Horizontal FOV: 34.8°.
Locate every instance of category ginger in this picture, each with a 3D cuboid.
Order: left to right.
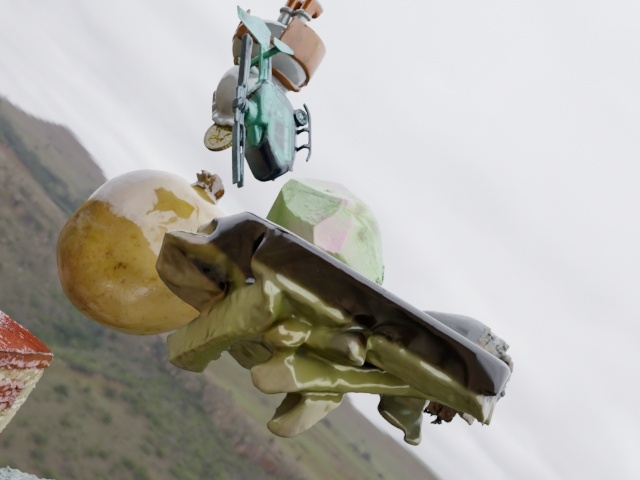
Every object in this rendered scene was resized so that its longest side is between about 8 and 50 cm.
[{"bbox_3d":[0.008,0.139,1.200,0.413,0.211,0.358,30,-1,22],"label":"ginger"}]

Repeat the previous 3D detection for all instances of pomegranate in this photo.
[{"bbox_3d":[-0.278,0.024,1.617,0.307,0.307,0.307,42,-10,9],"label":"pomegranate"}]

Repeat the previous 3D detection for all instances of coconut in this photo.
[{"bbox_3d":[0.000,0.000,1.686,0.205,0.236,0.236,-13,-50,38],"label":"coconut"}]

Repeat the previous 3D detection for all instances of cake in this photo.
[{"bbox_3d":[-0.373,0.167,1.081,0.160,0.158,0.262,35,-2,-27],"label":"cake"}]

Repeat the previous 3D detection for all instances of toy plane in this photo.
[{"bbox_3d":[-0.063,-0.150,1.129,0.096,0.235,0.060,23,-36,-39],"label":"toy plane"}]

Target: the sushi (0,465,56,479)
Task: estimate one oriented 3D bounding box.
[{"bbox_3d":[-0.617,0.568,1.999,0.352,0.178,0.294,8,1,20],"label":"sushi"}]

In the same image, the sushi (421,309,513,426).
[{"bbox_3d":[0.236,0.247,1.981,0.204,0.200,0.213,0,-46,44],"label":"sushi"}]

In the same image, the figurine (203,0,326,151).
[{"bbox_3d":[-0.086,-0.244,1.469,0.143,0.271,0.143,31,-28,18],"label":"figurine"}]
